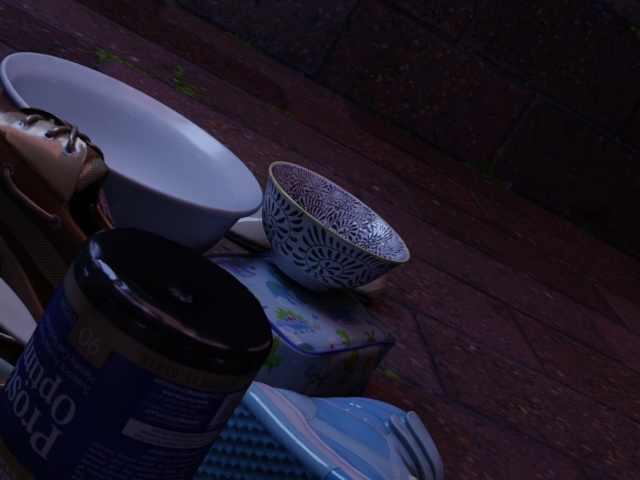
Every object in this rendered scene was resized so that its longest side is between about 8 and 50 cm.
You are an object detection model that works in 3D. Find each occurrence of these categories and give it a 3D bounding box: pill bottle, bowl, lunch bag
[{"bbox_3d":[-0.129,0.112,0.649,0.123,0.219,0.123,29,16,-9],"label":"pill bottle"},{"bbox_3d":[-0.217,-0.060,1.147,0.298,0.134,0.298,29,16,-9],"label":"bowl"},{"bbox_3d":[-0.038,0.085,1.128,0.176,0.090,0.219,40,18,23],"label":"lunch bag"},{"bbox_3d":[0.000,0.000,1.138,0.170,0.080,0.170,31,17,-11],"label":"bowl"}]

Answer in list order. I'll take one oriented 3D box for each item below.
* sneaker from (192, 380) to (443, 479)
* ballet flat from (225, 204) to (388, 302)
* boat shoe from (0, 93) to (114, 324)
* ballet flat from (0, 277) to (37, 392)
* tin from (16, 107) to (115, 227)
[{"bbox_3d":[0.059,0.219,0.853,0.208,0.127,0.319,10,28,-49],"label":"sneaker"},{"bbox_3d":[-0.015,-0.004,1.445,0.248,0.086,0.086,26,17,-19],"label":"ballet flat"},{"bbox_3d":[-0.222,-0.041,0.879,0.324,0.120,0.122,61,8,-6],"label":"boat shoe"},{"bbox_3d":[-0.291,0.040,0.736,0.342,0.124,0.116,31,16,-1],"label":"ballet flat"},{"bbox_3d":[-0.238,-0.022,0.966,0.040,0.106,0.189,41,30,-81],"label":"tin"}]
